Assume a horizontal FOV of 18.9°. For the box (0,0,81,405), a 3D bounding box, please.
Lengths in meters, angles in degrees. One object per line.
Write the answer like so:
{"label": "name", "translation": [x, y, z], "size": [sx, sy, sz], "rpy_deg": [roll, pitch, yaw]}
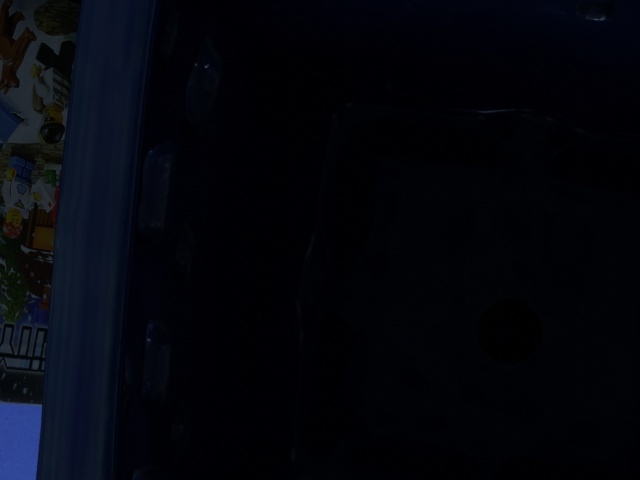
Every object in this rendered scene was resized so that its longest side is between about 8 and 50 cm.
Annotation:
{"label": "box", "translation": [-0.151, -0.023, 0.710], "size": [0.044, 0.159, 0.233], "rpy_deg": [5, 177, 36]}

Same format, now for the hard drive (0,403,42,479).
{"label": "hard drive", "translation": [-0.167, 0.104, 1.108], "size": [0.319, 0.210, 0.040], "rpy_deg": [17, -147, -34]}

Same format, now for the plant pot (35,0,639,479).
{"label": "plant pot", "translation": [0.054, 0.027, 0.530], "size": [0.236, 0.235, 0.212], "rpy_deg": [7, -177, 0]}
